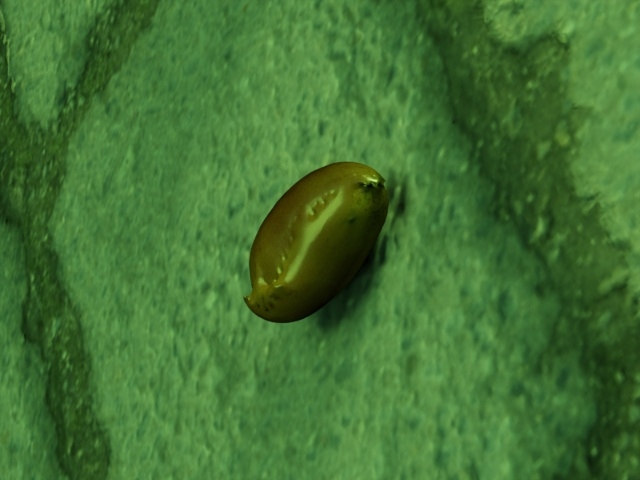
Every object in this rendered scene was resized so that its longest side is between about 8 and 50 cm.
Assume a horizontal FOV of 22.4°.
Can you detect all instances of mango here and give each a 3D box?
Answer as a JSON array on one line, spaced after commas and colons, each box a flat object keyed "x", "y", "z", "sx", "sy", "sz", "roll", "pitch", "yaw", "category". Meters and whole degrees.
[{"x": 0.000, "y": 0.000, "z": 1.021, "sx": 0.127, "sy": 0.063, "sz": 0.077, "roll": -51, "pitch": 36, "yaw": 24, "category": "mango"}]
